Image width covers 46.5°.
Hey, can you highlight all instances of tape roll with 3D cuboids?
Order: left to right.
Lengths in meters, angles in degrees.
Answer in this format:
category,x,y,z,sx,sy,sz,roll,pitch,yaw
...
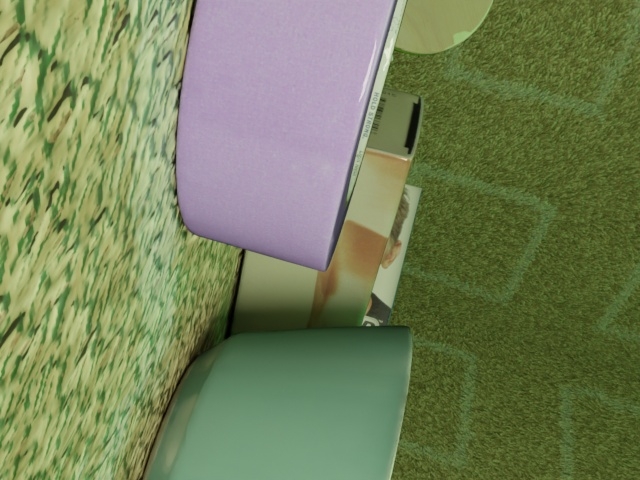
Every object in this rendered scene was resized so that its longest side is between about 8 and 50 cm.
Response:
category,x,y,z,sx,sy,sz,roll,pitch,yaw
tape roll,-0.001,-0.123,0.466,0.275,0.090,0.275,16,90,-86

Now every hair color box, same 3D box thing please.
category,x,y,z,sx,sy,sz,roll,pitch,yaw
hair color box,0.020,0.069,1.065,0.105,0.174,0.347,97,9,-64

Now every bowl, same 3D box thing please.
category,x,y,z,sx,sy,sz,roll,pitch,yaw
bowl,-0.046,0.197,0.602,0.311,0.163,0.311,16,90,-86

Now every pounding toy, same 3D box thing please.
category,x,y,z,sx,sy,sz,roll,pitch,yaw
pounding toy,0.097,-0.324,0.829,0.110,0.183,0.237,-155,-104,-67

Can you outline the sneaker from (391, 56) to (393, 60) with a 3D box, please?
category,x,y,z,sx,sy,sz,roll,pitch,yaw
sneaker,0.082,-0.324,0.908,0.080,0.094,0.212,-63,169,-68

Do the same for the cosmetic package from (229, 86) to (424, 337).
category,x,y,z,sx,sy,sz,roll,pitch,yaw
cosmetic package,0.000,0.000,0.743,0.153,0.129,0.296,-72,177,-55
